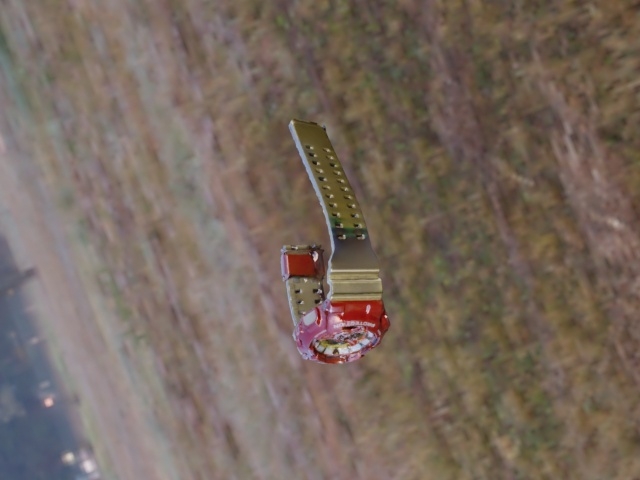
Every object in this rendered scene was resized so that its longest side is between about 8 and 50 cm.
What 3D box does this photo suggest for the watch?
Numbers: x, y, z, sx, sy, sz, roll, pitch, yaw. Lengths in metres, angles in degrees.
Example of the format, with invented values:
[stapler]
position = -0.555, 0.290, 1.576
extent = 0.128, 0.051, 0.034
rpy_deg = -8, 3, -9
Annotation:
[watch]
position = 0.000, 0.009, 1.598
extent = 0.165, 0.102, 0.268
rpy_deg = 110, 152, -42
